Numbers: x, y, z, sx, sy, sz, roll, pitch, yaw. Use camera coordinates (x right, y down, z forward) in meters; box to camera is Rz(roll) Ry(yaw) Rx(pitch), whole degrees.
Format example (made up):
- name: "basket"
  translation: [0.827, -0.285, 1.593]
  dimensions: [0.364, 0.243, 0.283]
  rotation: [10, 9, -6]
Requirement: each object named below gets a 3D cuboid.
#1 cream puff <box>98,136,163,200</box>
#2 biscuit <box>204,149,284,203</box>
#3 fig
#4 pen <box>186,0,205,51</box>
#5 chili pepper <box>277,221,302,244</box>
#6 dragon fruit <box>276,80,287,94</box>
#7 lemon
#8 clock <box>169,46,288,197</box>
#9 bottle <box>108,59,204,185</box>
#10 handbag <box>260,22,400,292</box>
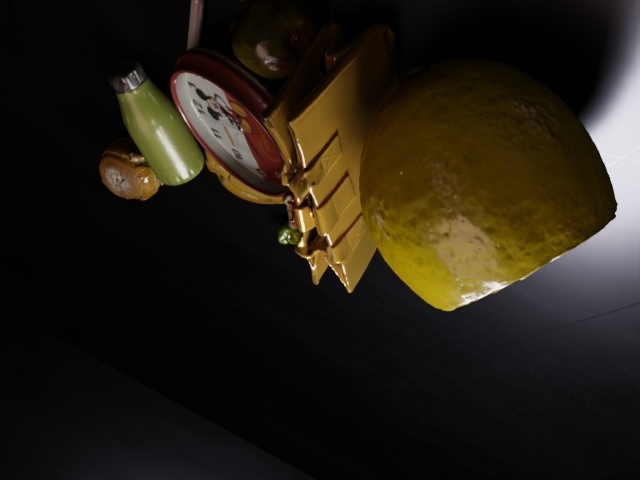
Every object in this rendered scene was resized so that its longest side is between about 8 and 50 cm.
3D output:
- name: "cream puff"
  translation: [-0.417, -0.165, 1.460]
  dimensions: [0.165, 0.115, 0.150]
  rotation: [24, 140, 20]
- name: "biscuit"
  translation: [-0.136, -0.144, 1.362]
  dimensions: [0.260, 0.041, 0.203]
  rotation: [13, 141, 26]
- name: "fig"
  translation: [-0.078, -0.333, 1.047]
  dimensions: [0.127, 0.185, 0.132]
  rotation: [9, 108, -17]
- name: "pen"
  translation: [-0.224, -0.367, 1.148]
  dimensions: [0.026, 0.026, 0.218]
  rotation: [26, 146, 1]
- name: "chili pepper"
  translation: [0.000, 0.002, 1.441]
  dimensions: [0.204, 0.073, 0.072]
  rotation: [18, 164, 33]
- name: "dragon fruit"
  translation: [-0.026, -0.241, 1.148]
  dimensions: [0.097, 0.063, 0.131]
  rotation: [42, 143, -20]
- name: "lemon"
  translation: [0.213, -0.100, 0.941]
  dimensions: [0.364, 0.364, 0.364]
  rotation: [18, 144, 13]
- name: "clock"
  translation: [-0.140, -0.210, 1.167]
  dimensions: [0.318, 0.080, 0.318]
  rotation: [37, 160, 16]
- name: "bottle"
  translation: [-0.337, -0.238, 1.314]
  dimensions: [0.112, 0.112, 0.260]
  rotation: [4, 137, 30]
- name: "handbag"
  translation: [0.033, -0.128, 1.062]
  dimensions: [0.133, 0.283, 0.401]
  rotation: [14, 145, 24]
